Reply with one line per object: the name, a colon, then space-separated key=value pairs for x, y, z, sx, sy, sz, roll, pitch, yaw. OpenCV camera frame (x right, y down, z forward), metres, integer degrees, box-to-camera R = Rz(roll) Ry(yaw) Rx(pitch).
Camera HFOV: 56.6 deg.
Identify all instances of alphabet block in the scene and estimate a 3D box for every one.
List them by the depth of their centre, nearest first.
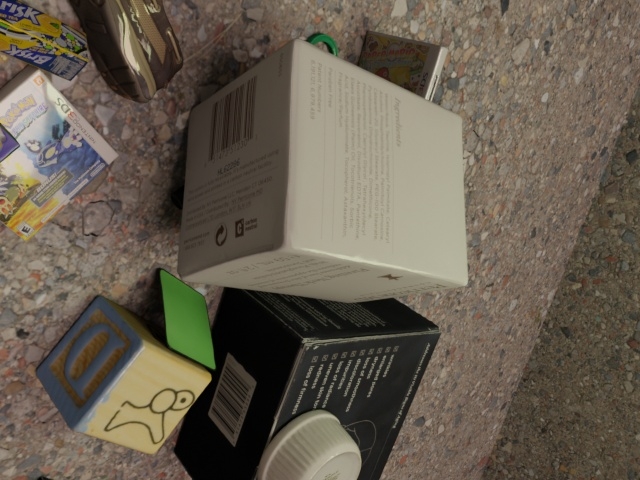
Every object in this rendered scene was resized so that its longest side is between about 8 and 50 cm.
alphabet block: x=-0.362 y=0.251 z=1.106 sx=0.192 sy=0.193 sz=0.197 roll=-51 pitch=139 yaw=-7

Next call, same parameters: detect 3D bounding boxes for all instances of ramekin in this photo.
ramekin: x=-0.013 y=0.458 z=1.197 sx=0.207 sy=0.109 sz=0.207 roll=-24 pitch=129 yaw=-33

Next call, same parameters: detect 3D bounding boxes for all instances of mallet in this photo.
mallet: x=-0.234 y=-0.041 z=1.184 sx=0.062 sy=0.039 sz=0.189 roll=-44 pitch=142 yaw=-20

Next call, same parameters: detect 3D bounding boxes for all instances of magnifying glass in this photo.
magnifying glass: x=-0.013 y=-0.314 z=1.247 sx=0.092 sy=0.026 sz=0.231 roll=-12 pitch=119 yaw=-41

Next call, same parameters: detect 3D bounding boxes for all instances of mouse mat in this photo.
mouse mat: x=-0.262 y=0.156 z=1.171 sx=0.007 sy=0.189 sz=0.152 roll=-29 pitch=140 yaw=14

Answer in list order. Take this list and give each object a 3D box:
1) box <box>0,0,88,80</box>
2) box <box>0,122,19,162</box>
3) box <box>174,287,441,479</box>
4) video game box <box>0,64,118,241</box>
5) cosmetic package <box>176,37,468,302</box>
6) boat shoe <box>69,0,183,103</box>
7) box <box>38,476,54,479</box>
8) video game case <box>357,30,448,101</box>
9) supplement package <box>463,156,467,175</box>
box: x=-0.413 y=-0.288 z=0.822 sx=0.054 sy=0.059 sz=0.169 roll=-31 pitch=150 yaw=30
box: x=-0.508 y=-0.161 z=0.789 sx=0.105 sy=0.043 sz=0.179 roll=-47 pitch=111 yaw=-14
box: x=-0.026 y=0.363 z=1.426 sx=0.472 sy=0.297 sz=0.479 roll=6 pitch=109 yaw=-44
video game box: x=-0.446 y=-0.129 z=0.908 sx=0.205 sy=0.048 sz=0.187 roll=-48 pitch=135 yaw=-13
cosmetic package: x=0.008 y=-0.082 z=1.048 sx=0.394 sy=0.329 sz=0.327 roll=12 pitch=72 yaw=-37
boat shoe: x=-0.296 y=-0.379 z=0.865 sx=0.130 sy=0.132 sz=0.355 roll=-44 pitch=147 yaw=-31
box: x=-0.545 y=0.585 z=1.198 sx=0.156 sy=0.093 sz=0.158 roll=-50 pitch=137 yaw=-11
video game case: x=0.147 y=-0.319 z=1.245 sx=0.026 sy=0.227 sz=0.206 roll=2 pitch=111 yaw=-39
supplement package: x=0.239 y=-0.122 z=1.512 sx=0.203 sy=0.149 sz=0.194 roll=-20 pitch=126 yaw=-36
